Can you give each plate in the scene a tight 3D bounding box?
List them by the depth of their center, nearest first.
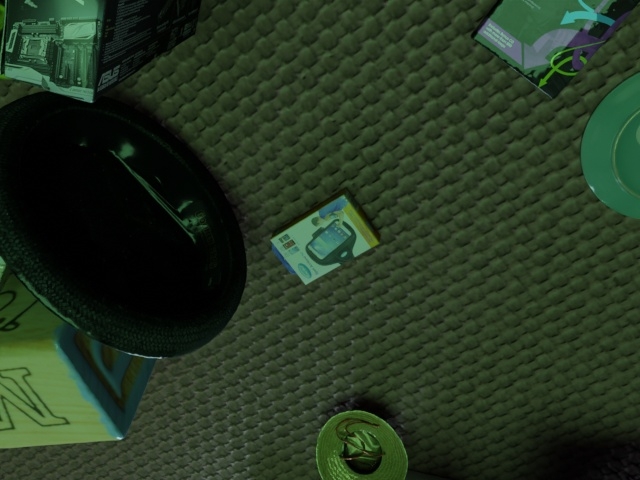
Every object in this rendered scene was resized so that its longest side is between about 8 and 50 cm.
[{"bbox_3d":[0.393,-0.104,0.717,0.188,0.024,0.188,4,118,8],"label":"plate"}]

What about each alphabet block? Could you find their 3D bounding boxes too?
[{"bbox_3d":[-0.358,0.145,0.858,0.197,0.192,0.193,-8,124,12],"label":"alphabet block"}]

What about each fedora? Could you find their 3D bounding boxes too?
[{"bbox_3d":[-0.250,-0.002,0.737,0.334,0.334,0.152,45,127,-13],"label":"fedora"}]

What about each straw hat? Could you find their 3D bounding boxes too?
[{"bbox_3d":[0.064,0.311,0.956,0.144,0.061,0.144,2,99,10],"label":"straw hat"}]

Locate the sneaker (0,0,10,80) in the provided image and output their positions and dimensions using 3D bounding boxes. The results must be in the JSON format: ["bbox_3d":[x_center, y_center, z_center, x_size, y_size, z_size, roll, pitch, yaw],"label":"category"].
[{"bbox_3d":[-0.456,-0.239,0.745,0.385,0.145,0.147,9,148,-3],"label":"sneaker"}]

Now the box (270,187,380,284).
[{"bbox_3d":[0.000,0.000,0.832,0.136,0.028,0.081,-32,107,20],"label":"box"}]

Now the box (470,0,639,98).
[{"bbox_3d":[0.254,-0.247,0.666,0.116,0.029,0.162,33,115,-7],"label":"box"}]

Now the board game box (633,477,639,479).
[{"bbox_3d":[0.438,0.424,0.852,0.347,0.078,0.233,-9,118,-19],"label":"board game box"}]

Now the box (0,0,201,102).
[{"bbox_3d":[-0.160,-0.282,0.561,0.076,0.307,0.242,17,118,-3],"label":"box"}]

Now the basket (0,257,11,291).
[{"bbox_3d":[-0.451,-0.007,0.774,0.167,0.113,0.103,21,123,-17],"label":"basket"}]

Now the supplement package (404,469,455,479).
[{"bbox_3d":[0.213,0.461,0.963,0.244,0.134,0.139,12,115,4],"label":"supplement package"}]
